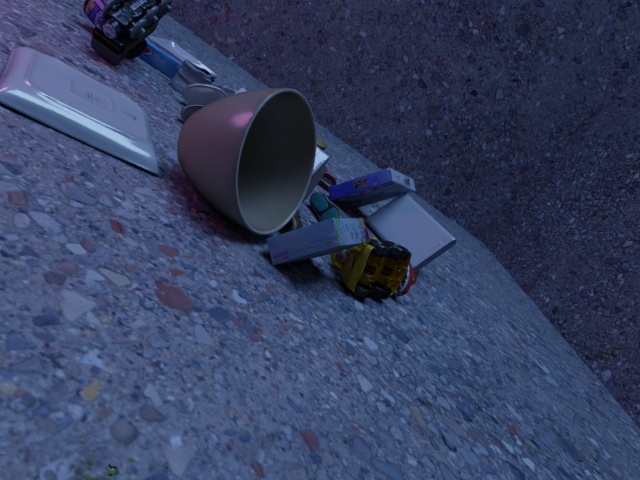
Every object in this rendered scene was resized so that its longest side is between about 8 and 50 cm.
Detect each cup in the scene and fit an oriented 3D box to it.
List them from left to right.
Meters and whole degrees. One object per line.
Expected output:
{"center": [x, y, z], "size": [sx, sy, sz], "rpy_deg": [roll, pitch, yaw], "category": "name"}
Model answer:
{"center": [-0.190, -0.201, 1.199], "size": [0.236, 0.331, 0.331], "rpy_deg": [16, 8, 25], "category": "cup"}

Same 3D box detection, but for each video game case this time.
{"center": [0.207, -0.205, 2.031], "size": [0.244, 0.269, 0.061], "rpy_deg": [6, 72, -60], "category": "video game case"}

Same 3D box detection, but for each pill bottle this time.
{"center": [-0.718, -0.758, 1.803], "size": [0.219, 0.122, 0.123], "rpy_deg": [50, 17, 0], "category": "pill bottle"}

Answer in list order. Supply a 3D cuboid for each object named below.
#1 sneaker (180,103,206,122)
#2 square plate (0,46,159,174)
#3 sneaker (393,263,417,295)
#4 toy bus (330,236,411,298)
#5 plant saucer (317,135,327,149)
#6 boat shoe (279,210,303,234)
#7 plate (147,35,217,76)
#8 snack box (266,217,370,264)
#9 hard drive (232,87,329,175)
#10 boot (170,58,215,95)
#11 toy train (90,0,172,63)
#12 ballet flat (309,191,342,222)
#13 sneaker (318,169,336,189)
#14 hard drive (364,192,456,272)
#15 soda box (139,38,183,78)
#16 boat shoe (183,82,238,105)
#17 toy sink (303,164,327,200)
{"center": [-0.389, -0.407, 1.687], "size": [0.118, 0.083, 0.222], "rpy_deg": [26, 15, 34], "category": "sneaker"}
{"center": [-0.531, -0.311, 1.164], "size": [0.344, 0.049, 0.347], "rpy_deg": [25, 21, -35], "category": "square plate"}
{"center": [0.257, 0.100, 1.590], "size": [0.118, 0.107, 0.279], "rpy_deg": [43, 18, -14], "category": "sneaker"}
{"center": [0.106, 0.045, 1.381], "size": [0.211, 0.150, 0.220], "rpy_deg": [33, 14, 34], "category": "toy bus"}
{"center": [-0.083, -0.371, 1.724], "size": [0.241, 0.037, 0.241], "rpy_deg": [34, 16, -11], "category": "plant saucer"}
{"center": [-0.089, -0.066, 1.396], "size": [0.060, 0.064, 0.178], "rpy_deg": [31, 24, -38], "category": "boat shoe"}
{"center": [-0.622, -0.815, 2.309], "size": [0.278, 0.045, 0.277], "rpy_deg": [36, 16, -5], "category": "plate"}
{"center": [0.000, 0.000, 1.199], "size": [0.207, 0.174, 0.070], "rpy_deg": [-3, 78, -65], "category": "snack box"}
{"center": [-0.178, -0.284, 1.551], "size": [0.353, 0.233, 0.047], "rpy_deg": [39, -25, 4], "category": "hard drive"}
{"center": [-0.422, -0.560, 1.905], "size": [0.258, 0.123, 0.095], "rpy_deg": [33, 17, -15], "category": "boot"}
{"center": [-0.607, -0.714, 1.651], "size": [0.142, 0.190, 0.334], "rpy_deg": [36, 46, -17], "category": "toy train"}
{"center": [0.028, -0.080, 1.662], "size": [0.079, 0.077, 0.221], "rpy_deg": [49, 6, -39], "category": "ballet flat"}
{"center": [-0.031, -0.296, 2.113], "size": [0.221, 0.087, 0.128], "rpy_deg": [46, 6, -13], "category": "sneaker"}
{"center": [0.338, -0.036, 1.952], "size": [0.307, 0.203, 0.040], "rpy_deg": [51, -9, 38], "category": "hard drive"}
{"center": [-0.629, -0.706, 1.973], "size": [0.210, 0.067, 0.071], "rpy_deg": [32, 18, -19], "category": "soda box"}
{"center": [-0.356, -0.508, 1.870], "size": [0.319, 0.116, 0.099], "rpy_deg": [8, 35, -37], "category": "boat shoe"}
{"center": [-0.109, -0.269, 1.727], "size": [0.234, 0.153, 0.131], "rpy_deg": [33, 17, -13], "category": "toy sink"}
